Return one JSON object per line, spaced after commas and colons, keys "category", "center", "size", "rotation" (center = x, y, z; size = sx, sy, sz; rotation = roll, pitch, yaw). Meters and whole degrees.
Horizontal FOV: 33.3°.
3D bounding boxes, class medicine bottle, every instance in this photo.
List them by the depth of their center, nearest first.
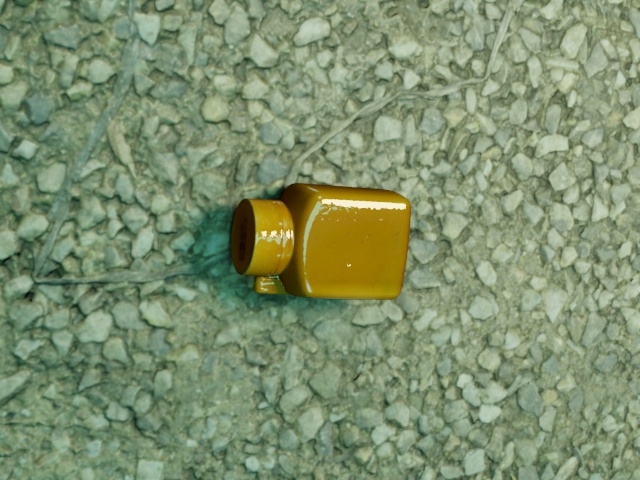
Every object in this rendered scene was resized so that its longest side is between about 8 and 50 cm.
{"category": "medicine bottle", "center": [0.000, 0.000, 1.438], "size": [0.222, 0.112, 0.149], "rotation": [3, 98, -23]}
